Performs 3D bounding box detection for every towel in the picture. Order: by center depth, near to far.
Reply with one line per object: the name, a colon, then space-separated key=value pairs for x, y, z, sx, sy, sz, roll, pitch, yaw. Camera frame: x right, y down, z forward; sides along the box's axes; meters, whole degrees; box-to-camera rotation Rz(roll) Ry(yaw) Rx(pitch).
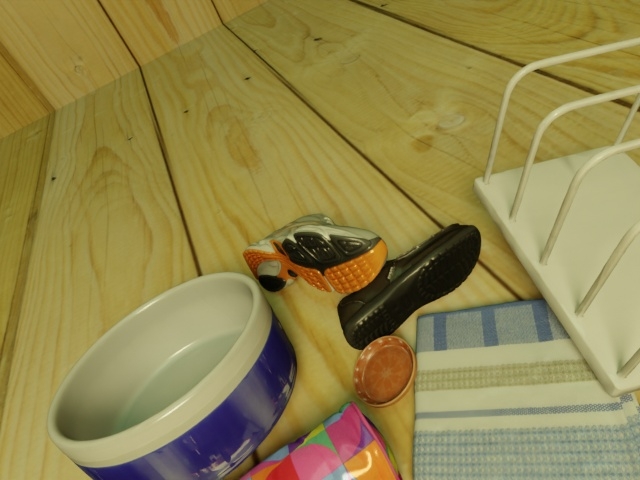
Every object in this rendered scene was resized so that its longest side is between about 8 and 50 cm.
towel: x=0.193 y=0.177 z=0.461 sx=0.209 sy=0.034 sz=0.285 roll=-11 pitch=40 yaw=20

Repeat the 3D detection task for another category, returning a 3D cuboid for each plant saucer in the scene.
plant saucer: x=0.074 y=0.149 z=0.550 sx=0.083 sy=0.013 sz=0.083 roll=-30 pitch=39 yaw=28

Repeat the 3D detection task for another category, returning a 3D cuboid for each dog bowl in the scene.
dog bowl: x=-0.164 y=0.158 z=0.564 sx=0.264 sy=0.104 sz=0.265 roll=-22 pitch=25 yaw=11

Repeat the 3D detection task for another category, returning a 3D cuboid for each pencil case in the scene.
pencil case: x=-0.039 y=0.249 z=0.455 sx=0.236 sy=0.104 sz=0.104 roll=-29 pitch=40 yaw=-6

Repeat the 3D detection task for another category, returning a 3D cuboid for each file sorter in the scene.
file sorter: x=0.307 y=-0.037 z=0.458 sx=0.192 sy=0.173 sz=0.278 roll=-15 pitch=51 yaw=-5

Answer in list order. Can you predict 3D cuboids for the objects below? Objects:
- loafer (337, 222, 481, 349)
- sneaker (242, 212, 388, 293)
loafer: x=0.106 y=0.042 z=0.611 sx=0.220 sy=0.080 sz=0.078 roll=-34 pitch=41 yaw=-9
sneaker: x=0.000 y=0.000 z=0.666 sx=0.262 sy=0.099 sz=0.121 roll=-4 pitch=33 yaw=50
